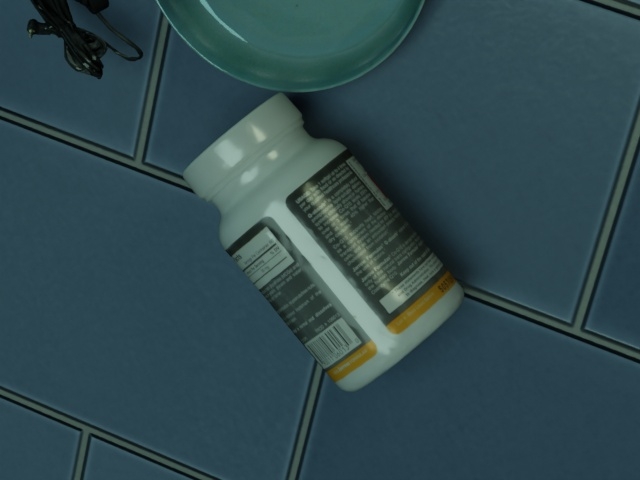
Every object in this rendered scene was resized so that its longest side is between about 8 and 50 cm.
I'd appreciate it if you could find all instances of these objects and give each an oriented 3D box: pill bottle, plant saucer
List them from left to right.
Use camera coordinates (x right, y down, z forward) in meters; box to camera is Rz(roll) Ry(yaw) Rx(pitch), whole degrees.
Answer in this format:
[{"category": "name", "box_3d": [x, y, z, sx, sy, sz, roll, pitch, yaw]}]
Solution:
[{"category": "plant saucer", "box_3d": [-0.032, -0.303, 1.951, 0.317, 0.044, 0.317, 9, 113, 21]}, {"category": "pill bottle", "box_3d": [0.000, 0.000, 1.982, 0.162, 0.162, 0.278, -39, 90, 30]}]

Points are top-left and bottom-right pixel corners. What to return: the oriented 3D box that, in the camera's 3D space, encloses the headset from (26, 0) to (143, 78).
[{"category": "headset", "box_3d": [-0.184, -0.309, 1.880, 0.185, 0.243, 0.394, 54, 142, 26]}]
